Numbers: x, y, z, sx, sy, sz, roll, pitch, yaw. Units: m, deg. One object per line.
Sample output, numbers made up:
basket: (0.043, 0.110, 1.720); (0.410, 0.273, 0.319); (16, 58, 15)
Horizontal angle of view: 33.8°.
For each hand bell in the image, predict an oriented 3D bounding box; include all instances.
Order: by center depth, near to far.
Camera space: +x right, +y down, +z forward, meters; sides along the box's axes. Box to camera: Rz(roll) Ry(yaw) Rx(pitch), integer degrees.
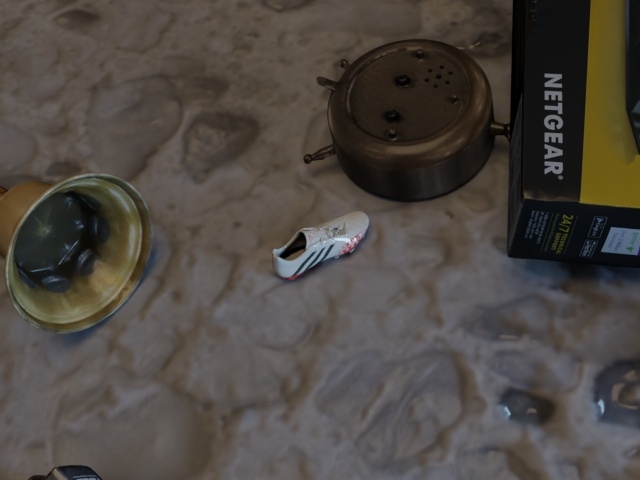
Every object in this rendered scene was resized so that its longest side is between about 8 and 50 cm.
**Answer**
hand bell: (-0.259, -0.030, 0.852); (0.242, 0.126, 0.126); (25, 66, 38)

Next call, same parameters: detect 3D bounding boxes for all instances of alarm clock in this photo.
alarm clock: (0.090, -0.096, 0.825); (0.192, 0.064, 0.129); (10, 61, 15)

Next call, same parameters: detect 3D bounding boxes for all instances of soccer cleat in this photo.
soccer cleat: (0.000, 0.000, 0.797); (0.083, 0.035, 0.029); (-30, 56, -6)

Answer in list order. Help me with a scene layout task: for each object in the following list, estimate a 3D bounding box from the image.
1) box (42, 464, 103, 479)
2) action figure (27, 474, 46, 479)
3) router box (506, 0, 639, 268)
box: (-0.161, 0.274, 0.599); (0.183, 0.056, 0.231); (42, 86, 15)
action figure: (-0.268, 0.178, 0.713); (0.185, 0.099, 0.285); (-22, 71, -9)
router box: (0.263, -0.125, 0.766); (0.243, 0.081, 0.309); (5, 59, 4)
